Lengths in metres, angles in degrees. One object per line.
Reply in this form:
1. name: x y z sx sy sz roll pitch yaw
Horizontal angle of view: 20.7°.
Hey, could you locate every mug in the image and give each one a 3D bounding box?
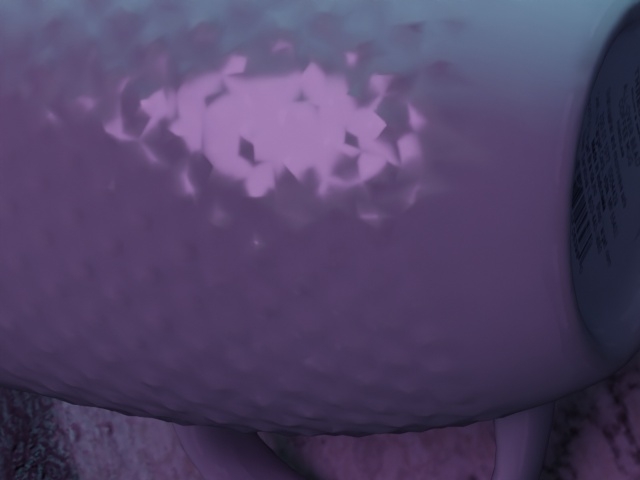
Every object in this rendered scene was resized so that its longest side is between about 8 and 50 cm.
1. mug: 0.000 0.000 0.849 0.328 0.276 0.374 7 119 29
